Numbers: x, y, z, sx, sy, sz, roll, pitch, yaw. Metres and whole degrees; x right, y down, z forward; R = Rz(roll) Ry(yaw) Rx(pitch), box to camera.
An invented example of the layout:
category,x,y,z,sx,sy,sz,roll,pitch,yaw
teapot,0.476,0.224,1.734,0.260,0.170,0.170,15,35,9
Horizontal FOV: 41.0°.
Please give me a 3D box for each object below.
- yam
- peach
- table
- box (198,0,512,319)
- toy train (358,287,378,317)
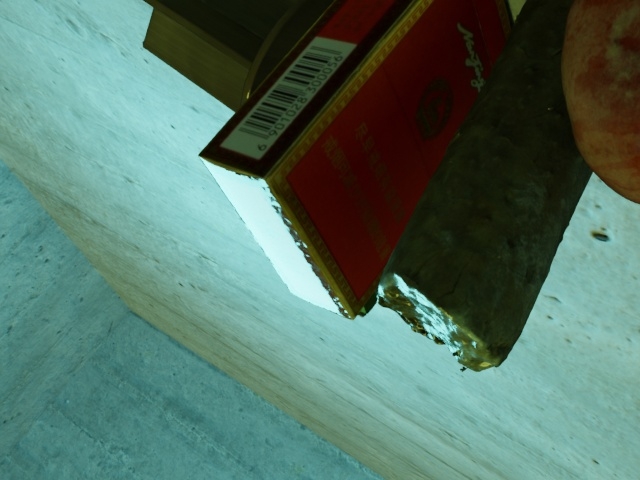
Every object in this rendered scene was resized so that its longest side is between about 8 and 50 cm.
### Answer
category,x,y,z,sx,sy,sz,roll,pitch,yaw
yam,0.120,-0.044,0.531,0.093,0.259,0.093,25,155,13
peach,0.211,-0.091,0.447,0.152,0.152,0.152,34,160,14
table,-0.070,-0.183,0.735,0.226,0.167,0.167,38,163,31
box,0.042,-0.085,0.588,0.074,0.240,0.153,20,154,42
toy train,0.000,0.000,1.102,0.137,0.090,0.225,20,154,27
